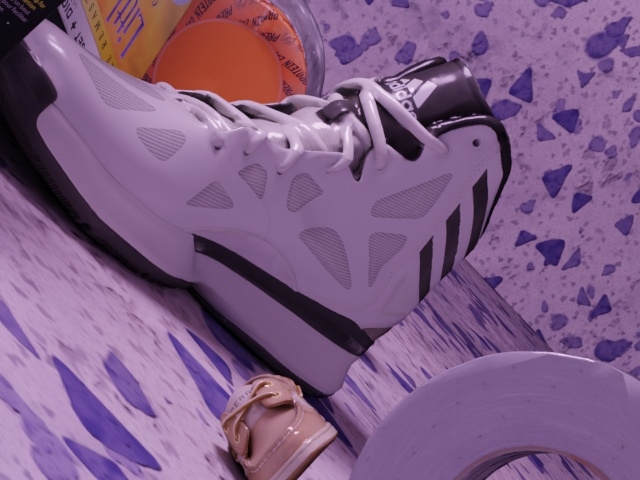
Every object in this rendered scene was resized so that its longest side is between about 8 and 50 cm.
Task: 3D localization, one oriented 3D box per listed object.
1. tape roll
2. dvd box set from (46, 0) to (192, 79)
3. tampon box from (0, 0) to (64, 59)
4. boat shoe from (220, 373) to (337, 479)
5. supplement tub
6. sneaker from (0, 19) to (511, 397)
[{"bbox_3d":[0.121,0.170,1.081,0.219,0.219,0.072,50,8,16],"label":"tape roll"},{"bbox_3d":[-0.098,-0.319,1.411,0.062,0.420,0.307,24,-23,16],"label":"dvd box set"},{"bbox_3d":[-0.217,-0.165,1.097,0.120,0.161,0.101,44,8,-39],"label":"tampon box"},{"bbox_3d":[-0.032,0.111,1.160,0.059,0.063,0.170,45,-3,-3],"label":"boat shoe"},{"bbox_3d":[-0.096,-0.166,1.760,0.193,0.193,0.316,47,6,-12],"label":"supplement tub"},{"bbox_3d":[-0.032,-0.081,1.391,0.447,0.257,0.169,40,10,-48],"label":"sneaker"}]
